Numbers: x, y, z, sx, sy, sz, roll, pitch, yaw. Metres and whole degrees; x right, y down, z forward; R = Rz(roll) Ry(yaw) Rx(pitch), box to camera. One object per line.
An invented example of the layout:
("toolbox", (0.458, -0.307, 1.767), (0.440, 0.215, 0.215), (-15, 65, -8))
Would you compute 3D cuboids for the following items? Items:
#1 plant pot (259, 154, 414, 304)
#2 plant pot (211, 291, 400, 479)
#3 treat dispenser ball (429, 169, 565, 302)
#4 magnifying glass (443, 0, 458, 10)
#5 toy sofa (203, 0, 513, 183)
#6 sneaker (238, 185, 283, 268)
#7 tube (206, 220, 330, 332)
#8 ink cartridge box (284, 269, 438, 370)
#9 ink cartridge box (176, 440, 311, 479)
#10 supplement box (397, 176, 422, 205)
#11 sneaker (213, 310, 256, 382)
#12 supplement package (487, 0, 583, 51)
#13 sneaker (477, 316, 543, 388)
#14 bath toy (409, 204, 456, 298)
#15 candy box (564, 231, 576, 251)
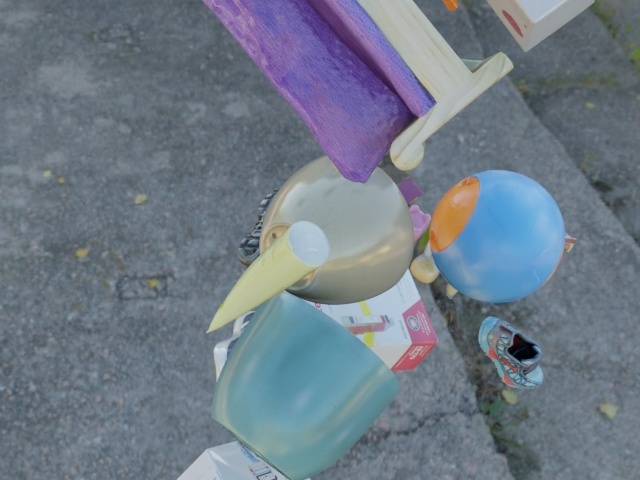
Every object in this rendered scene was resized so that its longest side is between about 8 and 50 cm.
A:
("plant pot", (0.000, 0.000, 1.295), (0.284, 0.284, 0.191), (31, 34, 25))
("plant pot", (-0.047, 0.267, 1.242), (0.293, 0.293, 0.235), (30, 71, 25))
("treat dispenser ball", (0.382, -0.008, 1.559), (0.287, 0.288, 0.288), (2, 45, -2))
("magnifying glass", (0.180, -0.489, 1.243), (0.026, 0.231, 0.092), (-28, 46, 20))
("toy sofa", (-0.020, -0.218, 0.607), (0.363, 0.177, 0.150), (50, 12, -4))
("sneaker", (-0.104, -0.024, 1.692), (0.101, 0.106, 0.267), (6, 53, 36))
("tube", (-0.078, 0.052, 0.941), (0.070, 0.240, 0.062), (-3, 67, -36))
("ink cartridge box", (0.091, 0.211, 1.983), (0.384, 0.160, 0.279), (2, 52, -28))
("ink cartridge box", (-0.159, 0.512, 1.432), (0.232, 0.171, 0.168), (5, 42, -55))
("supplement box", (0.145, -0.074, 1.345), (0.055, 0.083, 0.043), (-36, 83, -30))
("sneaker", (-0.139, 0.256, 1.706), (0.148, 0.131, 0.350), (-4, 12, 8))
("supplement package", (0.421, -0.504, 1.371), (0.175, 0.293, 0.178), (-36, 85, 13))
("sneaker", (0.494, 0.296, 1.772), (0.125, 0.262, 0.104), (9, 60, 55))
("bath toy", (0.235, -0.003, 1.842), (0.348, 0.129, 0.151), (42, 67, 12))
("candy box", (0.717, -0.036, 2.311), (0.109, 0.053, 0.186), (7, 27, -42))
